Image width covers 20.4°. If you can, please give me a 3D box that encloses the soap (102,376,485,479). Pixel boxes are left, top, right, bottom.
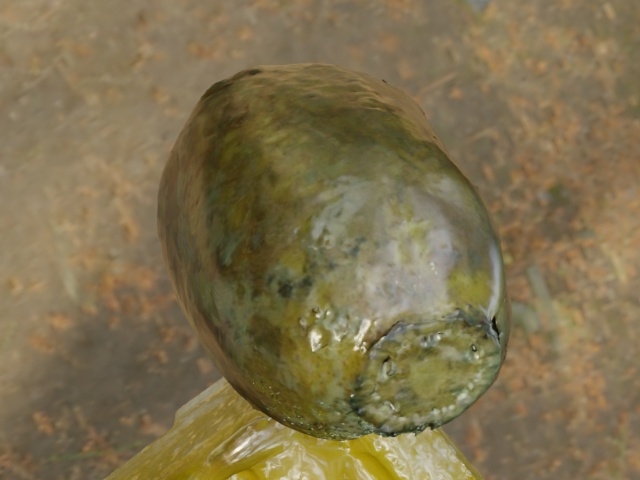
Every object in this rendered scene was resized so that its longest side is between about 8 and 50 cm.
[{"bbox_3d":[0.004,0.225,1.168,0.281,0.259,0.143,53,5,-17],"label":"soap"}]

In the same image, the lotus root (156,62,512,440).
[{"bbox_3d":[0.000,0.000,0.921,0.152,0.275,0.160,3,114,-25],"label":"lotus root"}]
